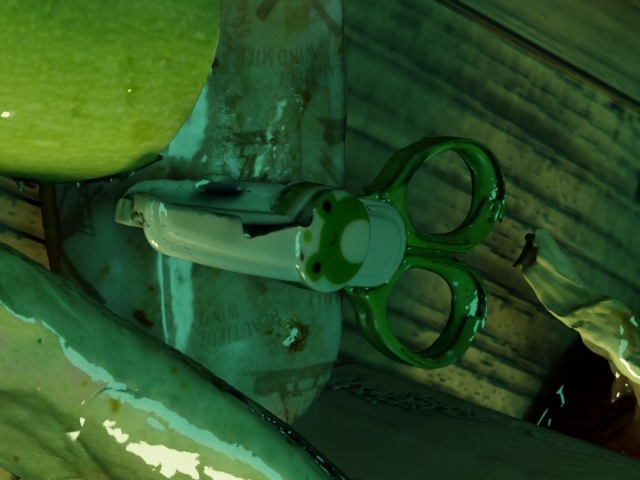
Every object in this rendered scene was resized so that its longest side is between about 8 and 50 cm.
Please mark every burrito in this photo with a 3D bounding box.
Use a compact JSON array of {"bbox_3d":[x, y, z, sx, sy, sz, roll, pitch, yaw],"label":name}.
[{"bbox_3d":[-0.105,0.052,0.753,0.309,0.096,0.066,34,52,-19],"label":"burrito"}]

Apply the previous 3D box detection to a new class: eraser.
[{"bbox_3d":[0.046,0.146,0.834,0.174,0.227,0.081,-49,124,-20],"label":"eraser"}]

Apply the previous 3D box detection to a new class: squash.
[{"bbox_3d":[-0.184,-0.089,0.671,0.287,0.137,0.137,3,97,-40],"label":"squash"}]

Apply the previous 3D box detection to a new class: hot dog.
[{"bbox_3d":[-0.051,-0.043,0.822,0.144,0.075,0.268,-2,103,-33],"label":"hot dog"}]

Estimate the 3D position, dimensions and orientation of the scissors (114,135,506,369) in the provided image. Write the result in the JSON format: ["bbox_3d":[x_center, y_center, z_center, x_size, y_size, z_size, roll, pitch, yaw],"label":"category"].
[{"bbox_3d":[0.000,0.000,0.803,0.204,0.027,0.101,6,93,-45],"label":"scissors"}]

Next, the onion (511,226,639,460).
[{"bbox_3d":[0.233,0.161,0.986,0.272,0.230,0.256,16,89,-46],"label":"onion"}]
